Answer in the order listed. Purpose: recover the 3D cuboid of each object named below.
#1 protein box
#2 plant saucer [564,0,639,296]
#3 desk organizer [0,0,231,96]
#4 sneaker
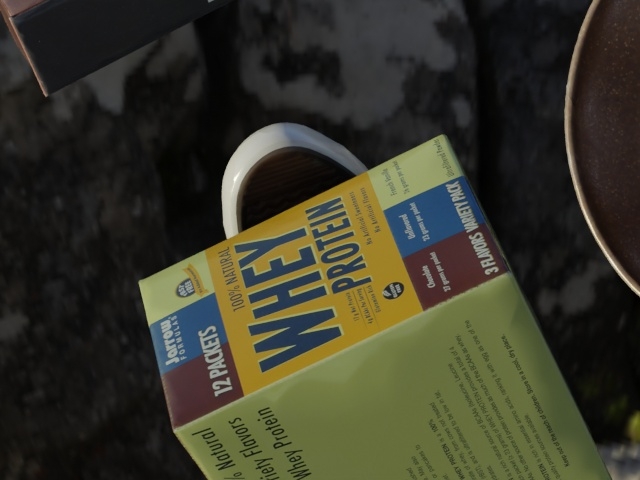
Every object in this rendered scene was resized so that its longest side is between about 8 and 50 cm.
[{"bbox_3d":[0.034,0.085,1.154,0.201,0.200,0.136,-26,39,5],"label":"protein box"},{"bbox_3d":[0.192,-0.051,0.763,0.198,0.036,0.198,-3,85,32],"label":"plant saucer"},{"bbox_3d":[-0.087,-0.126,0.923,0.130,0.047,0.050,-28,40,-9],"label":"desk organizer"},{"bbox_3d":[0.000,0.000,1.304,0.106,0.290,0.123,-33,50,2],"label":"sneaker"}]
